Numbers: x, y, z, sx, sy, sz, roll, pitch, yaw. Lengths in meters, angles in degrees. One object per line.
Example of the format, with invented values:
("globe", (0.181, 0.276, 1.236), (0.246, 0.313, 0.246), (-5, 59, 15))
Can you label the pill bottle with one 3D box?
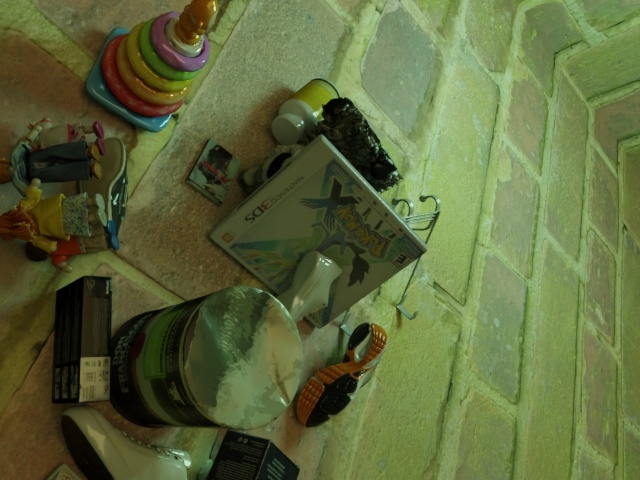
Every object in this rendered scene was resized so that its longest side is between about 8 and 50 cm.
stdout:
("pill bottle", (-0.034, -0.296, 1.271), (0.103, 0.103, 0.184), (53, 48, -16))

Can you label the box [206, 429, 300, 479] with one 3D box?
("box", (-0.122, 0.431, 0.930), (0.156, 0.093, 0.158), (65, 38, -47))

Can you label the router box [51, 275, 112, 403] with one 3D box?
("router box", (-0.358, 0.151, 0.817), (0.046, 0.133, 0.178), (8, 72, -40))

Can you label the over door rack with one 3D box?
("over door rack", (0.151, 0.051, 1.283), (0.240, 0.108, 0.323), (-11, 118, -43))

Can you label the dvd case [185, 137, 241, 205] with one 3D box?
("dvd case", (-0.217, -0.141, 1.119), (0.087, 0.013, 0.119), (38, 55, -27))

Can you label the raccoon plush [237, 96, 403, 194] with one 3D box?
("raccoon plush", (0.023, -0.116, 1.256), (0.216, 0.299, 0.446), (60, 9, 25))

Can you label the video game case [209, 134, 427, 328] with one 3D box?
("video game case", (0.000, 0.000, 1.097), (0.329, 0.300, 0.036), (43, 19, -24))

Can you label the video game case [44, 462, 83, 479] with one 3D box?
("video game case", (-0.361, 0.472, 0.763), (0.227, 0.026, 0.206), (51, 43, -12))

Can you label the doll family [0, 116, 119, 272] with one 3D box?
("doll family", (-0.417, -0.082, 0.826), (0.163, 0.118, 0.262), (-10, 81, -5))

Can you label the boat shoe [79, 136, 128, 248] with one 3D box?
("boat shoe", (-0.370, -0.081, 0.945), (0.065, 0.075, 0.205), (76, 13, -66))

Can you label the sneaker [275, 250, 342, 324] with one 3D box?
("sneaker", (-0.033, 0.127, 1.094), (0.094, 0.080, 0.212), (28, 102, -35))

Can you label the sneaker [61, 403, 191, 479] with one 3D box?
("sneaker", (-0.285, 0.344, 0.853), (0.123, 0.106, 0.289), (-47, 120, -43))

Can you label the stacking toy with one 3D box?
("stacking toy", (-0.258, -0.330, 0.942), (0.166, 0.302, 0.175), (30, 58, -32))

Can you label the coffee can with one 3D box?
("coffee can", (-0.190, 0.191, 0.858), (0.202, 0.276, 0.201), (15, 67, -39))

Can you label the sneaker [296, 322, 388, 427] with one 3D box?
("sneaker", (0.056, 0.304, 1.174), (0.262, 0.099, 0.121), (-43, 151, -23))
